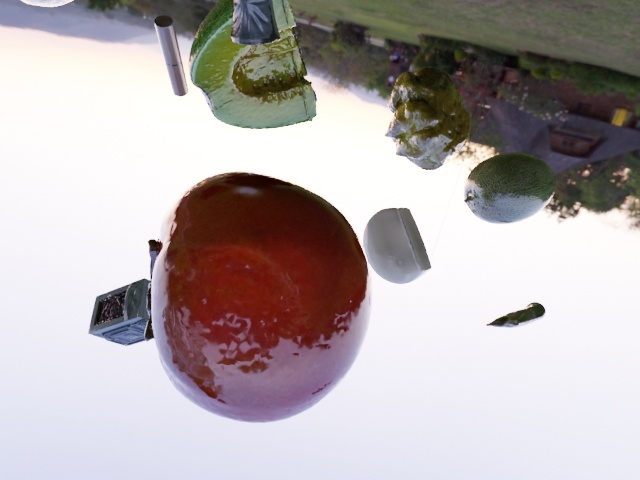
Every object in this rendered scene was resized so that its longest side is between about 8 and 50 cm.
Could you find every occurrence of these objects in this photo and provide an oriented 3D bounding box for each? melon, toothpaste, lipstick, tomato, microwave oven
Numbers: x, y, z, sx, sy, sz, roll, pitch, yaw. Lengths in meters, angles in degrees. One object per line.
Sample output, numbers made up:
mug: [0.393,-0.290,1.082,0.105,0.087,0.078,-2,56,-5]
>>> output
melon: [-0.115,-0.283,0.718,0.169,0.265,0.129,-21,-113,0]
toothpaste: [0.487,0.183,1.136,0.078,0.047,0.248,-12,174,43]
melon: [0.362,-0.101,0.917,0.192,0.139,0.139,-16,-154,-11]
lipstick: [-0.153,-0.188,0.486,0.019,0.094,0.019,2,-115,-5]
tomato: [-0.085,0.067,0.641,0.289,0.325,0.293,4,176,-8]
microwave oven: [-0.511,0.207,1.310,0.208,0.122,0.162,-19,145,26]

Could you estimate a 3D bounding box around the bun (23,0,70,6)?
bun: [-0.382,-0.485,0.678,0.179,0.283,0.283,-5,-154,-28]

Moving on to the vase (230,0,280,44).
vase: [-0.075,-0.302,0.500,0.059,0.167,0.059,1,-145,0]

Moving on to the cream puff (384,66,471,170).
cream puff: [0.263,-0.300,1.170,0.244,0.196,0.244,11,-123,-18]

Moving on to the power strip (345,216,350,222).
power strip: [0.000,0.000,1.173,0.076,0.169,0.028,23,-149,-27]

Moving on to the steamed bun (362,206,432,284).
steamed bun: [0.231,0.022,1.487,0.164,0.242,0.146,-22,172,26]
